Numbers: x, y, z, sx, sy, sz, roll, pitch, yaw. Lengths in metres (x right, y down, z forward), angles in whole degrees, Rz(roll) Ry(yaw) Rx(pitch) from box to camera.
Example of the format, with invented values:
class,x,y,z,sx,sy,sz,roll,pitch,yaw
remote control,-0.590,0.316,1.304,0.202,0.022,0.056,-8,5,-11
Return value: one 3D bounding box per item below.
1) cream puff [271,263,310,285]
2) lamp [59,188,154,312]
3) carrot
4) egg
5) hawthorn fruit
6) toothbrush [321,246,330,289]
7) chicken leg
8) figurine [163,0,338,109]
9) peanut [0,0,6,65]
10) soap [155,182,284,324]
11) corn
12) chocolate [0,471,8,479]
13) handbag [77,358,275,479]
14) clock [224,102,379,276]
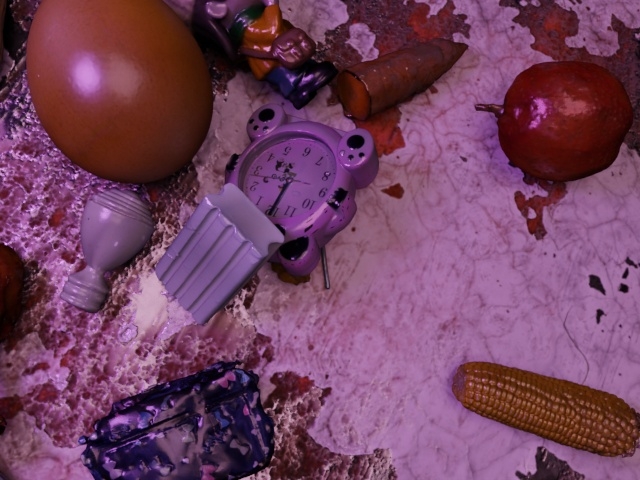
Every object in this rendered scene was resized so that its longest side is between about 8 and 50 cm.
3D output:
class,x,y,z,sx,sy,sz,roll,pitch,yaw
cream puff,-0.035,0.031,0.967,0.058,0.083,0.083,25,55,-50
lamp,-0.322,0.013,0.897,0.106,0.106,0.192,23,83,-5
carrot,0.157,-0.300,1.049,0.263,0.102,0.101,-28,85,-18
egg,-0.294,-0.237,0.874,0.250,0.250,0.322,-23,75,-14
hawthorn fruit,0.391,-0.207,1.023,0.254,0.205,0.205,3,78,-2
toothbrush,0.000,0.000,0.999,0.014,0.011,0.167,-6,80,-6
chicken leg,-0.480,0.147,0.835,0.113,0.093,0.304,-4,74,-1
figurine,-0.132,-0.354,0.977,0.205,0.185,0.332,-27,103,14
peanut,-0.546,-0.330,0.929,0.099,0.090,0.214,0,77,-22
soap,-0.153,0.024,0.872,0.119,0.198,0.066,47,38,3
corn,0.364,0.269,0.966,0.305,0.106,0.106,17,76,-2
chocolate,-0.492,0.317,0.815,0.167,0.072,0.072,45,75,0
handbag,-0.198,0.279,0.856,0.260,0.113,0.161,-19,89,-15
clock,-0.047,-0.081,0.935,0.228,0.090,0.247,20,72,22
